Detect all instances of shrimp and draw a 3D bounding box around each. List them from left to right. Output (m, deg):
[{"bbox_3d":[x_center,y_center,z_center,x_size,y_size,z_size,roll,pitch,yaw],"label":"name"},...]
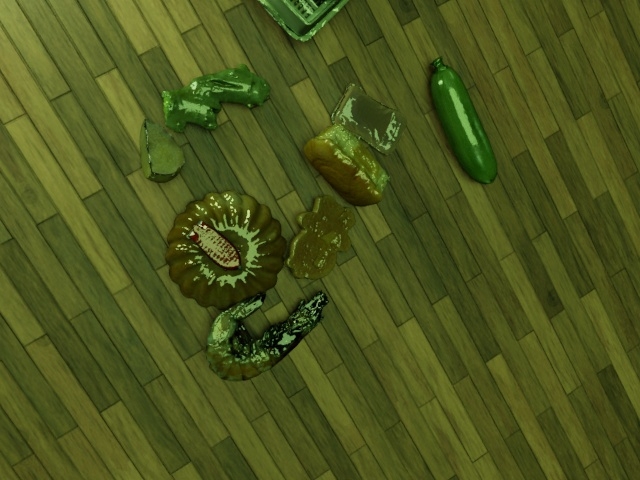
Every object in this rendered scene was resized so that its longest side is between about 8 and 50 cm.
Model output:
[{"bbox_3d":[-0.145,0.231,1.632,0.365,0.071,0.233,-38,121,-8],"label":"shrimp"}]

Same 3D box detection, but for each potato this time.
[{"bbox_3d":[-0.416,-0.216,1.573,0.101,0.089,0.172,-2,61,-33],"label":"potato"}]

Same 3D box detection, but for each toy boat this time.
[{"bbox_3d":[-0.257,0.019,1.525,0.173,0.059,0.069,43,82,-18],"label":"toy boat"}]

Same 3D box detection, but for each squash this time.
[{"bbox_3d":[0.403,-0.332,1.739,0.107,0.107,0.395,-27,100,-11],"label":"squash"}]

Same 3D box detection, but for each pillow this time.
[{"bbox_3d":[0.140,-0.338,1.712,0.211,0.034,0.135,29,83,-15],"label":"pillow"}]

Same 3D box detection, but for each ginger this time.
[{"bbox_3d":[-0.275,-0.366,1.586,0.290,0.089,0.137,-29,81,-15],"label":"ginger"}]

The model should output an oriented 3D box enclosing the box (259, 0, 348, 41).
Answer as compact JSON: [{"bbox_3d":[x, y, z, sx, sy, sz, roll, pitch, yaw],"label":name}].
[{"bbox_3d":[-0.025,-0.682,1.581,0.290,0.166,0.220,-46,102,-7],"label":"box"}]

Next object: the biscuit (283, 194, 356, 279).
[{"bbox_3d":[-0.002,0.000,1.682,0.184,0.035,0.248,30,80,-26],"label":"biscuit"}]

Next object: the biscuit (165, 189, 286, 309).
[{"bbox_3d":[-0.245,0.030,1.610,0.326,0.107,0.325,-1,94,-17],"label":"biscuit"}]

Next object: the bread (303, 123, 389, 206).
[{"bbox_3d":[0.073,-0.198,1.633,0.121,0.174,0.245,-46,110,-12],"label":"bread"}]
